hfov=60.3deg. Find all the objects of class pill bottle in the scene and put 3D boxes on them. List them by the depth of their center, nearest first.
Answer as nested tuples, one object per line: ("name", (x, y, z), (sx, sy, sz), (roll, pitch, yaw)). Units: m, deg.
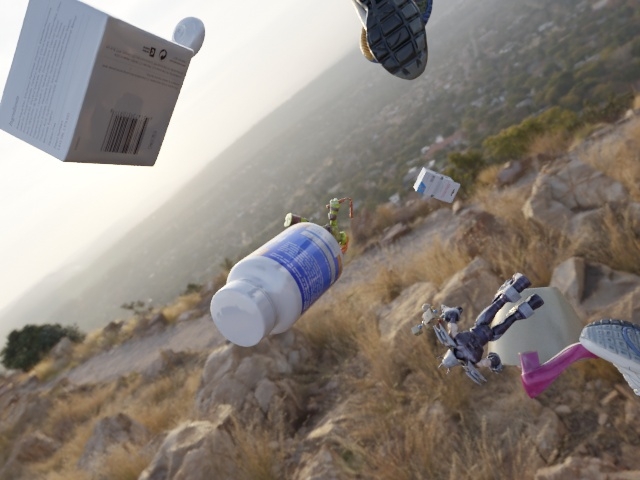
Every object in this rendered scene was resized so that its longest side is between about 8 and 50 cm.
("pill bottle", (-0.079, 0.080, 1.033), (0.152, 0.152, 0.272), (-27, 6, 36))

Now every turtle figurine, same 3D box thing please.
("turtle figurine", (0.000, 0.000, 1.628), (0.087, 0.217, 0.270), (-141, 60, -62))

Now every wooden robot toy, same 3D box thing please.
("wooden robot toy", (0.386, 0.261, 1.950), (0.173, 0.076, 0.079), (-54, 38, 35))

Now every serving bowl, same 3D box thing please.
("serving bowl", (-0.256, -0.388, 1.045), (0.083, 0.083, 0.027), (-30, -23, 29))

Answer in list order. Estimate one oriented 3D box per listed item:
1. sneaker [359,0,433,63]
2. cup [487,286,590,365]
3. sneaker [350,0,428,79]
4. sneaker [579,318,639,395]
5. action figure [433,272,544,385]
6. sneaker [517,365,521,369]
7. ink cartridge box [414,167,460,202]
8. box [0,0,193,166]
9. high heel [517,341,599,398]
("sneaker", (0.174, -0.474, 1.091), (0.296, 0.112, 0.131), (-60, 0, 1))
("cup", (0.714, 0.279, 1.840), (0.331, 0.237, 0.331), (-6, -7, -1))
("sneaker", (0.113, -0.397, 0.950), (0.101, 0.267, 0.106), (-29, -5, 24))
("sneaker", (0.648, 0.259, 1.085), (0.111, 0.297, 0.129), (-56, -11, -48))
("action figure", (0.378, 0.204, 1.260), (0.285, 0.185, 0.099), (-38, 3, -9))
("sneaker", (0.752, 0.369, 2.131), (0.145, 0.270, 0.090), (-33, 5, 6))
("ink cartridge box", (0.247, -0.116, 1.166), (0.028, 0.083, 0.048), (-97, 28, -65))
("box", (-0.285, -0.200, 0.714), (0.182, 0.119, 0.181), (-67, -15, 13))
("high heel", (0.621, 0.316, 1.364), (0.244, 0.117, 0.082), (-13, -17, 16))
